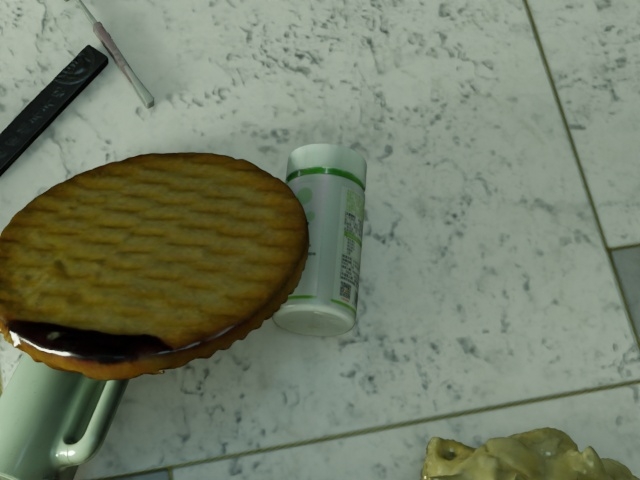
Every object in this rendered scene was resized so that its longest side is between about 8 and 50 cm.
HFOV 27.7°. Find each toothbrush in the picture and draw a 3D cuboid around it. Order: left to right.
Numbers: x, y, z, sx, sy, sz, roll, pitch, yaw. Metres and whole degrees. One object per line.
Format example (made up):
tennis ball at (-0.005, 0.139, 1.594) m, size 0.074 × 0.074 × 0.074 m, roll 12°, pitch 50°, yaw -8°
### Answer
toothbrush at (-0.240, -0.222, 1.443) m, size 0.017 × 0.014 × 0.194 m, roll -33°, pitch 73°, yaw -19°

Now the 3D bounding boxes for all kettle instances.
kettle at (-0.253, 0.166, 1.205) m, size 0.098 × 0.127 × 0.148 m, roll 29°, pitch 62°, yaw -12°

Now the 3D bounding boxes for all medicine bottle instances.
medicine bottle at (0.000, 0.000, 1.327) m, size 0.086 × 0.086 × 0.183 m, roll 7°, pitch 64°, yaw -3°

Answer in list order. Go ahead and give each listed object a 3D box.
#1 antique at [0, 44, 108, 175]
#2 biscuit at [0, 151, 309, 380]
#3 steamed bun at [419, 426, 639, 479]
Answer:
antique at (-0.300, -0.138, 1.397) m, size 0.031 × 0.015 × 0.192 m, roll 34°, pitch 66°, yaw 10°
biscuit at (-0.166, 0.015, 1.257) m, size 0.318 × 0.040 × 0.318 m, roll -4°, pitch 40°, yaw 4°
steamed bun at (0.190, 0.296, 1.186) m, size 0.292 × 0.137 × 0.295 m, roll -27°, pitch 73°, yaw -14°
